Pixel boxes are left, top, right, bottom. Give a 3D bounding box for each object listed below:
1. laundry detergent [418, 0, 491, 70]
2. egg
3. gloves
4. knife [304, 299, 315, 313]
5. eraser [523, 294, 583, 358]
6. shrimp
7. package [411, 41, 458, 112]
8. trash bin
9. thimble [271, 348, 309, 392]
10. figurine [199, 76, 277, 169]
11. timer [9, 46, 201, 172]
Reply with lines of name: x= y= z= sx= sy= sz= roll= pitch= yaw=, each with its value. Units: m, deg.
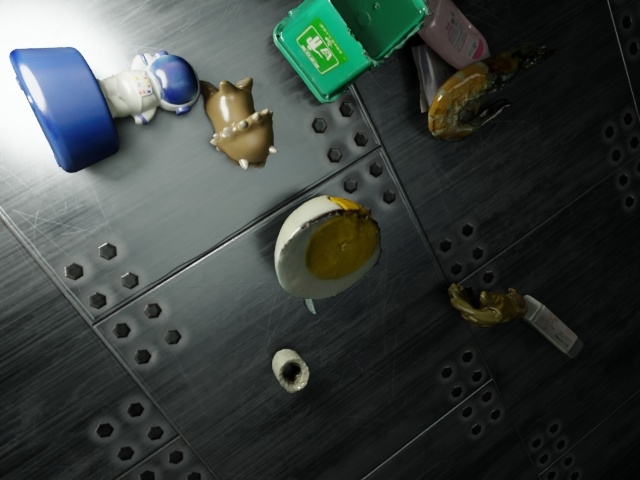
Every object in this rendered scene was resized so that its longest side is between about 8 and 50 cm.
laundry detergent: x=0.424 y=-0.584 z=1.288 sx=0.334 sy=0.087 sz=0.159 roll=21 pitch=79 yaw=-34
egg: x=0.000 y=0.000 z=1.244 sx=0.336 sy=0.201 sz=0.338 roll=-15 pitch=129 yaw=-20
gloves: x=0.574 y=0.233 z=1.503 sx=0.330 sy=0.154 sz=0.142 roll=6 pitch=97 yaw=-26
knife: x=-0.052 y=0.140 z=1.353 sx=0.028 sy=0.015 sz=0.211 roll=-21 pitch=106 yaw=-19
eraser: x=0.891 y=0.337 z=1.671 sx=0.351 sy=0.061 sz=0.089 roll=38 pitch=86 yaw=-21
shrimp: x=0.529 y=-0.453 z=1.325 sx=0.444 sy=0.085 sz=0.272 roll=-31 pitch=143 yaw=1
package: x=0.385 y=-0.525 z=1.351 sx=0.250 sy=0.062 sz=0.204 roll=-22 pitch=106 yaw=-27
trash bin: x=0.085 y=-0.536 z=1.073 sx=0.295 sy=0.381 sz=0.259 roll=-44 pitch=111 yaw=-6
thimble: x=-0.095 y=0.404 z=1.351 sx=0.102 sy=0.090 sz=0.116 roll=-10 pitch=102 yaw=-19
figurine: x=-0.208 y=-0.308 z=1.133 sx=0.176 sy=0.173 sz=0.248 roll=-10 pitch=104 yaw=-15
timer: x=-0.471 y=-0.347 z=1.025 sx=0.383 sy=0.270 sz=0.271 roll=-27 pitch=108 yaw=-26
